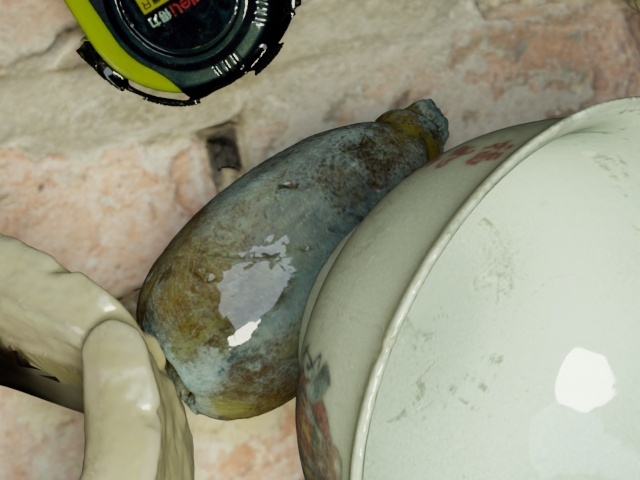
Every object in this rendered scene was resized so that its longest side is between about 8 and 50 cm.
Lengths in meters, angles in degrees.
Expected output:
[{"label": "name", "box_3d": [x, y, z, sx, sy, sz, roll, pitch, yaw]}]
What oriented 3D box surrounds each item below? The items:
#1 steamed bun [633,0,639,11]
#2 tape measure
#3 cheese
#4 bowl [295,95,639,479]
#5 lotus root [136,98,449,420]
[{"label": "steamed bun", "box_3d": [0.356, -0.223, 1.516, 0.177, 0.106, 0.192, -21, 72, -11]}, {"label": "tape measure", "box_3d": [-0.112, -0.206, 1.467, 0.199, 0.112, 0.186, -29, 96, 18]}, {"label": "cheese", "box_3d": [-0.243, 0.151, 1.288, 0.332, 0.153, 0.292, 15, 61, 18]}, {"label": "bowl", "box_3d": [0.112, 0.085, 1.302, 0.196, 0.435, 0.435, 21, 67, 41]}, {"label": "lotus root", "box_3d": [0.000, 0.000, 1.396, 0.322, 0.140, 0.158, -44, 102, -18]}]
